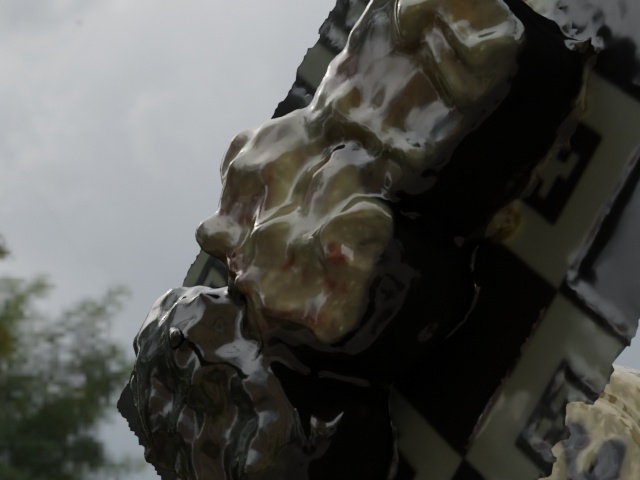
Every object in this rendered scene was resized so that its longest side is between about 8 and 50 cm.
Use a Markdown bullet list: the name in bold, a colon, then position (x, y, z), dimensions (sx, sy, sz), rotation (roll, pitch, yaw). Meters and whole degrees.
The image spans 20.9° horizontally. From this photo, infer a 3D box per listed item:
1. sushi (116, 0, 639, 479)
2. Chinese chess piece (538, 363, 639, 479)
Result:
- **sushi**: position (0.000, 0.000, 0.778), dimensions (0.100, 0.296, 0.373), rotation (17, -70, -37)
- **Chinese chess piece**: position (0.176, 0.210, 1.191), dimensions (0.257, 0.257, 0.104), rotation (-18, -39, 36)
